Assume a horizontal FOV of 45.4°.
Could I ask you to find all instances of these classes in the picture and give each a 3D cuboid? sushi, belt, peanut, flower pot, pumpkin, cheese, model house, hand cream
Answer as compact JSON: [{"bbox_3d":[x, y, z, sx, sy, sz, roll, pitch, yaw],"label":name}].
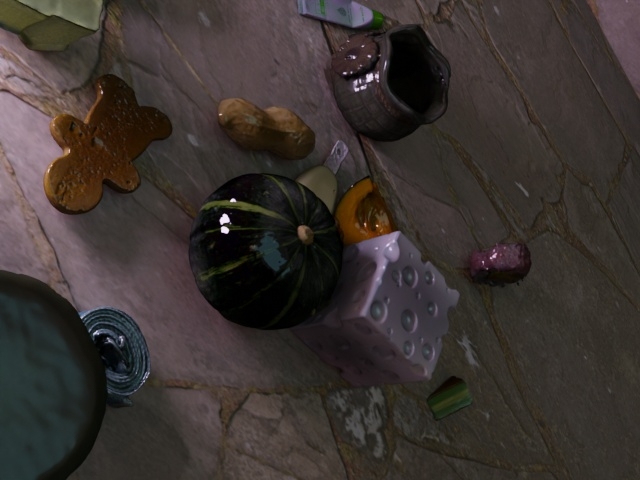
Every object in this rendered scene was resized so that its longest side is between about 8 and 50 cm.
[{"bbox_3d":[0.540,0.066,2.199,0.241,0.161,0.107,12,69,-40],"label":"sushi"},{"bbox_3d":[-0.374,0.197,1.341,0.163,0.082,0.147,38,59,-29],"label":"belt"},{"bbox_3d":[-0.121,-0.246,1.696,0.263,0.101,0.117,7,49,-40],"label":"peanut"},{"bbox_3d":[0.172,-0.409,1.941,0.302,0.213,0.302,13,70,-42],"label":"flower pot"},{"bbox_3d":[0.106,-0.032,1.874,0.130,0.149,0.254,-95,160,-72],"label":"pumpkin"},{"bbox_3d":[0.012,-0.147,1.827,0.127,0.050,0.255,49,50,-23],"label":"cheese"},{"bbox_3d":[-0.104,0.022,1.533,0.323,0.241,0.323,12,69,-35],"label":"pumpkin"},{"bbox_3d":[-0.504,-0.441,1.314,0.214,0.189,0.195,14,69,-40],"label":"model house"},{"bbox_3d":[0.048,-0.604,2.002,0.275,0.050,0.079,2,50,-39],"label":"hand cream"}]

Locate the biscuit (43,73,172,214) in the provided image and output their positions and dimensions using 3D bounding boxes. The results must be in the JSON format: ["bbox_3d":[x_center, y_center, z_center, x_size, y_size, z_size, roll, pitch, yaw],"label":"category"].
[{"bbox_3d":[-0.412,-0.170,1.429,0.197,0.049,0.301,41,53,-23],"label":"biscuit"}]

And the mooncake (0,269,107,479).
[{"bbox_3d":[-0.508,0.223,1.128,0.356,0.194,0.356,18,63,-39],"label":"mooncake"}]

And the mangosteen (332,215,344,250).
[{"bbox_3d":[0.000,0.000,1.716,0.140,0.140,0.140,14,69,-41],"label":"mangosteen"}]

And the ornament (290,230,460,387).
[{"bbox_3d":[0.126,0.161,1.719,0.240,0.239,0.240,45,52,-25],"label":"ornament"}]

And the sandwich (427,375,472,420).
[{"bbox_3d":[0.327,0.414,2.008,0.116,0.074,0.074,-23,97,-12],"label":"sandwich"}]
